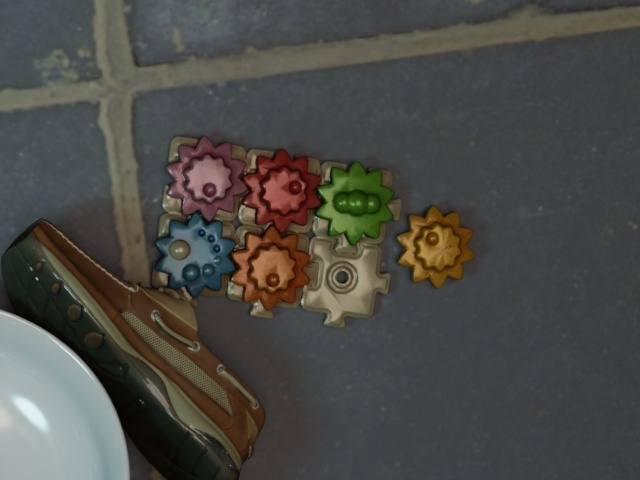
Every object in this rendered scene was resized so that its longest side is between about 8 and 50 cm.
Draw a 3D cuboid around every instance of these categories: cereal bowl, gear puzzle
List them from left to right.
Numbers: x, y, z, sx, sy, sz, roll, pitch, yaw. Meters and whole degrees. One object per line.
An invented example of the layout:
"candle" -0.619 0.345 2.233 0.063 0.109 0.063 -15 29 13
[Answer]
"cereal bowl" -0.357 0.233 1.713 0.339 0.141 0.339 7 64 -15
"gear puzzle" 0.000 0.000 1.864 0.338 0.044 0.176 9 90 -13

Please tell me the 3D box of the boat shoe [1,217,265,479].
"boat shoe" -0.180 0.105 1.801 0.324 0.122 0.120 51 51 -12
